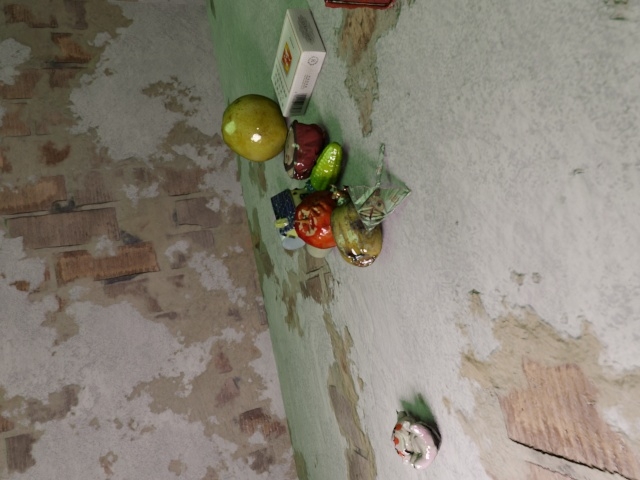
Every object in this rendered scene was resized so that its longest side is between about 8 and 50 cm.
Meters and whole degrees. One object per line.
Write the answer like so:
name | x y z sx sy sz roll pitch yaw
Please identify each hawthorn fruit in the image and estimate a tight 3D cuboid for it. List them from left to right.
hawthorn fruit | -0.008 -0.067 1.408 0.208 0.243 0.207 4 97 34

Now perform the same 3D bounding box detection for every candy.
candy | 0.027 -0.258 1.447 0.209 0.097 0.096 115 141 -53

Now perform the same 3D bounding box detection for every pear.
pear | -0.310 -0.520 1.933 0.304 0.304 0.303 171 90 -69

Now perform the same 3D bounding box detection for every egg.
egg | 0.000 0.000 1.598 0.152 0.114 0.114 108 146 -46

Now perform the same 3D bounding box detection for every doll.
doll | 0.266 0.563 1.191 0.192 0.095 0.149 133 131 -66

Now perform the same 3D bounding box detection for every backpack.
backpack | -0.066 -0.328 1.575 0.229 0.139 0.229 -175 90 -78

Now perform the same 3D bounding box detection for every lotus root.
lotus root | 0.102 -0.052 1.285 0.154 0.154 0.278 120 136 -58

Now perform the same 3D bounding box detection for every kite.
kite | 0.160 -0.146 1.175 0.229 0.012 0.249 8 88 44

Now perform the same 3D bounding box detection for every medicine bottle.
medicine bottle | -0.134 -0.060 1.888 0.135 0.135 0.168 104 148 -46

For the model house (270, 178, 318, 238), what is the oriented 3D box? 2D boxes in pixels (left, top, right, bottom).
model house | -0.090 -0.127 1.646 0.170 0.212 0.193 113 143 -58

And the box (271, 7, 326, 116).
box | -0.092 -0.657 1.583 0.330 0.095 0.210 122 134 -61

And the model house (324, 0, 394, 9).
model house | 0.082 -0.697 0.984 0.160 0.196 0.253 129 129 -65
